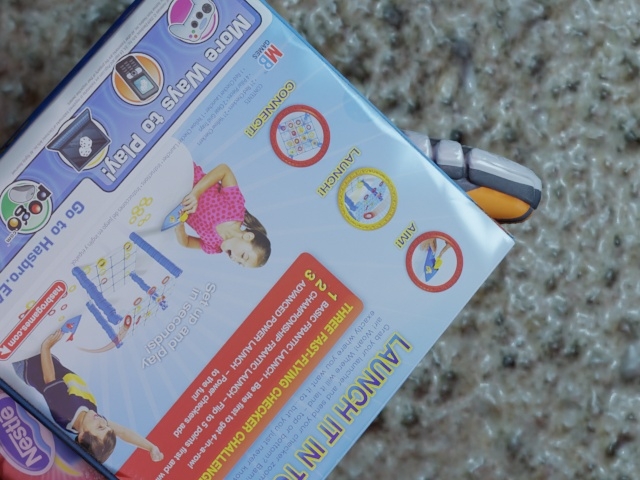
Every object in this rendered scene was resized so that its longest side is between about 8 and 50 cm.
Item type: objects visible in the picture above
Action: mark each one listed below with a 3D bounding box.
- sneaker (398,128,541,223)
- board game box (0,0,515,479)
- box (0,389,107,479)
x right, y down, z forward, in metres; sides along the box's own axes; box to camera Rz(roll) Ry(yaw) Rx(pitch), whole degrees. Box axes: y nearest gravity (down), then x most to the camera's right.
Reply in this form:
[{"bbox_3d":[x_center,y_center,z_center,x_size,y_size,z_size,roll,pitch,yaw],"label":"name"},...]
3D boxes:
[{"bbox_3d":[0.000,0.000,1.429,0.321,0.124,0.180,7,92,-5],"label":"sneaker"},{"bbox_3d":[-0.079,0.015,1.282,0.302,0.086,0.308,43,77,-11],"label":"board game box"},{"bbox_3d":[-0.193,0.119,1.357,0.122,0.128,0.257,-32,98,-15],"label":"box"}]
